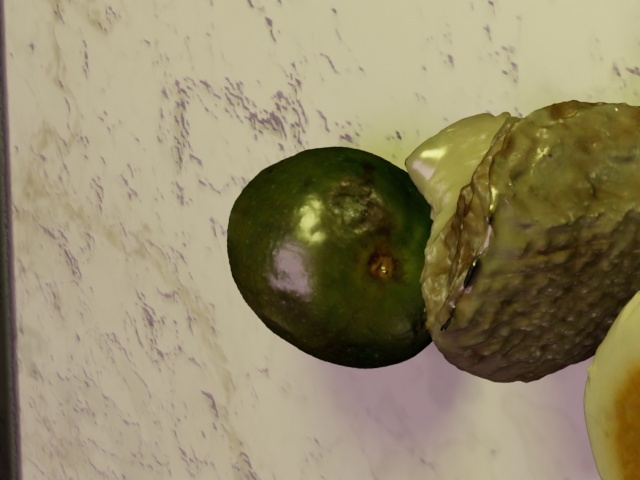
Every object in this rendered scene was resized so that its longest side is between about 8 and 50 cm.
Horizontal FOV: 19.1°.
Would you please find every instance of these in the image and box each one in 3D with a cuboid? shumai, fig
[{"bbox_3d":[0.090,-0.013,0.835,0.116,0.145,0.145,55,142,38],"label":"shumai"},{"bbox_3d":[0.000,0.000,0.991,0.177,0.117,0.117,-143,44,-70],"label":"fig"}]

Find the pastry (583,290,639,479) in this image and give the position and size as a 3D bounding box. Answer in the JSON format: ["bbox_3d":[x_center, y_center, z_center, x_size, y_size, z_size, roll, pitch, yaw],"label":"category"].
[{"bbox_3d":[0.182,0.076,0.773,0.156,0.092,0.156,32,130,46],"label":"pastry"}]
